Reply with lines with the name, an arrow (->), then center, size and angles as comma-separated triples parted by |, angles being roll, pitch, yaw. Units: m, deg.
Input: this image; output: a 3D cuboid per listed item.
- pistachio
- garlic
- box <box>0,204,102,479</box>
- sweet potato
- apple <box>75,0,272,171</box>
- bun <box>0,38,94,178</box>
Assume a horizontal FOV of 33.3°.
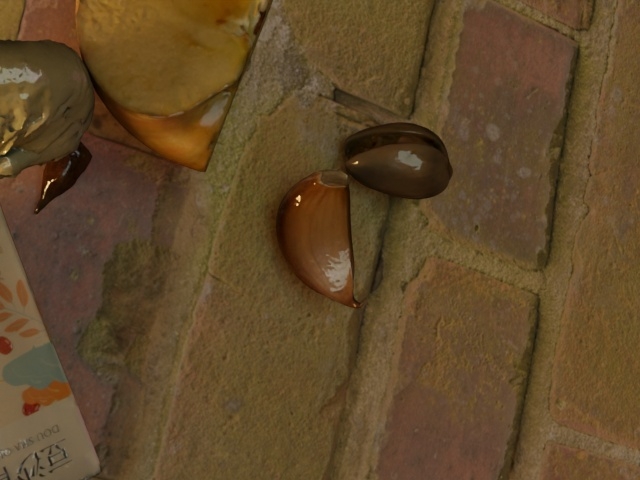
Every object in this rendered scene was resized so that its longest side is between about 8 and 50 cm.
pistachio -> 0.125, -0.123, 1.679 | 0.185, 0.124, 0.124 | 8, 81, -11
garlic -> 0.007, -0.002, 1.605 | 0.115, 0.128, 0.206 | -31, 109, -70
box -> -0.498, 0.175, 1.294 | 0.345, 0.122, 0.385 | -24, 101, -28
sweet potato -> -0.356, -0.085, 1.455 | 0.049, 0.049, 0.117 | 35, 81, -22
apple -> -0.181, -0.258, 1.433 | 0.314, 0.252, 0.309 | 43, 62, -46
bun -> -0.407, -0.136, 1.292 | 0.287, 0.287, 0.146 | -13, 86, -29
